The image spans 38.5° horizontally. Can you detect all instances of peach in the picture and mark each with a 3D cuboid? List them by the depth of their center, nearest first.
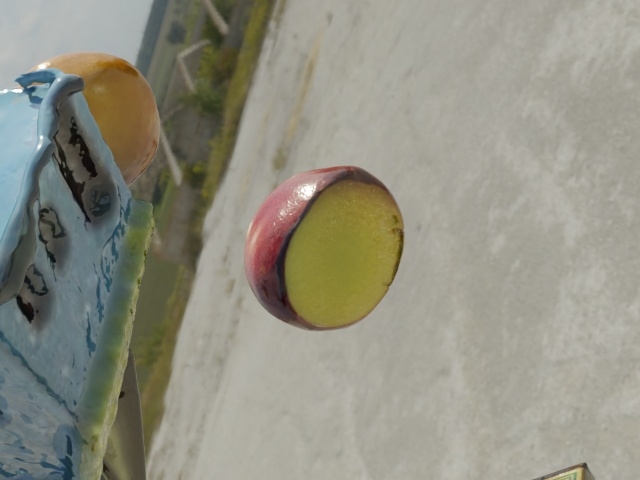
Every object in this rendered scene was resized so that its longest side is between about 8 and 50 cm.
[{"bbox_3d":[-0.210,-0.105,0.835,0.138,0.138,0.138,-164,90,-77],"label":"peach"},{"bbox_3d":[0.000,0.000,1.505,0.245,0.248,0.274,31,99,33],"label":"peach"}]

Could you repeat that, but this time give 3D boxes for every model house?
[{"bbox_3d":[-0.244,0.055,0.710,0.303,0.215,0.237,73,-163,-49],"label":"model house"}]

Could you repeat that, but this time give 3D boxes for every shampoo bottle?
[{"bbox_3d":[-0.264,0.279,1.113,0.084,0.126,0.350,-27,-54,-46],"label":"shampoo bottle"}]

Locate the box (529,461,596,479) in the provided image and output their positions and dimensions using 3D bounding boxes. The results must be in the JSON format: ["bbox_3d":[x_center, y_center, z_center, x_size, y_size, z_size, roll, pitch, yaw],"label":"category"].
[{"bbox_3d":[0.113,0.281,0.726,0.240,0.071,0.159,-28,9,25],"label":"box"}]
